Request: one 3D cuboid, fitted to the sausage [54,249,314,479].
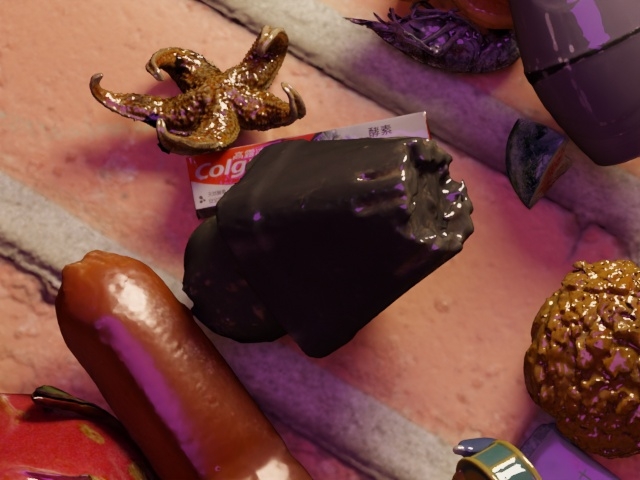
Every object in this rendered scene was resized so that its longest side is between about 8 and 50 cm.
[{"bbox_3d":[-0.101,0.158,1.382,0.097,0.094,0.348,-34,86,-27],"label":"sausage"}]

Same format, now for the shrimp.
[{"bbox_3d":[0.102,-0.188,1.476,0.165,0.056,0.065,15,94,-1],"label":"shrimp"}]

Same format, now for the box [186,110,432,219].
[{"bbox_3d":[-0.008,-0.066,1.465,0.218,0.039,0.055,-10,76,3],"label":"box"}]

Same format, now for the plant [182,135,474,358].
[{"bbox_3d":[0.000,0.000,1.373,0.256,0.142,0.164,-21,112,30],"label":"plant"}]

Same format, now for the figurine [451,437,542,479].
[{"bbox_3d":[0.061,0.264,1.285,0.275,0.158,0.161,-30,57,-19],"label":"figurine"}]

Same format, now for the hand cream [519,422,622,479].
[{"bbox_3d":[0.268,0.261,1.359,0.275,0.050,0.079,37,55,18],"label":"hand cream"}]

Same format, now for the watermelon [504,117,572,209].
[{"bbox_3d":[0.198,-0.073,1.439,0.061,0.085,0.085,1,73,-30],"label":"watermelon"}]

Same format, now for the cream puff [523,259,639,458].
[{"bbox_3d":[0.241,0.094,1.360,0.150,0.115,0.165,-15,76,0],"label":"cream puff"}]

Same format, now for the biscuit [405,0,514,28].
[{"bbox_3d":[0.151,-0.300,1.490,0.165,0.036,0.250,21,65,3],"label":"biscuit"}]

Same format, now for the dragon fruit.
[{"bbox_3d":[-0.268,0.252,1.320,0.305,0.226,0.305,-2,75,8],"label":"dragon fruit"}]

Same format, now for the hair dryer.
[{"bbox_3d":[0.313,-0.254,1.343,0.361,0.121,0.301,-22,99,13],"label":"hair dryer"}]

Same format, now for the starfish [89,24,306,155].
[{"bbox_3d":[-0.107,-0.124,1.456,0.190,0.074,0.146,-9,47,4],"label":"starfish"}]
